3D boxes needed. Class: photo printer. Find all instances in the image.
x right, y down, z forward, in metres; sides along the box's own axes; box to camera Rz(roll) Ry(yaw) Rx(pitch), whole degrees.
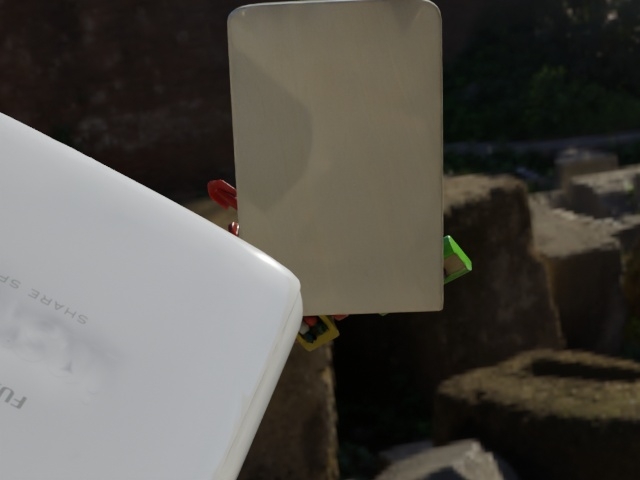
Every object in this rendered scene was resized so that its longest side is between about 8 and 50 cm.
[{"bbox_3d":[-0.165,0.084,0.570,0.256,0.107,0.308,28,42,-3],"label":"photo printer"}]

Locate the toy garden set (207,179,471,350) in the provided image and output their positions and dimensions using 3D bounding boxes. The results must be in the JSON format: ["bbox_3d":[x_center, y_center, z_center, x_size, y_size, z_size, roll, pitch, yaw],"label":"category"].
[{"bbox_3d":[0.000,0.000,1.195,0.203,0.244,0.049,-29,30,22],"label":"toy garden set"}]

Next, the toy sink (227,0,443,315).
[{"bbox_3d":[0.013,-0.073,0.933,0.152,0.234,0.131,-3,18,1],"label":"toy sink"}]
